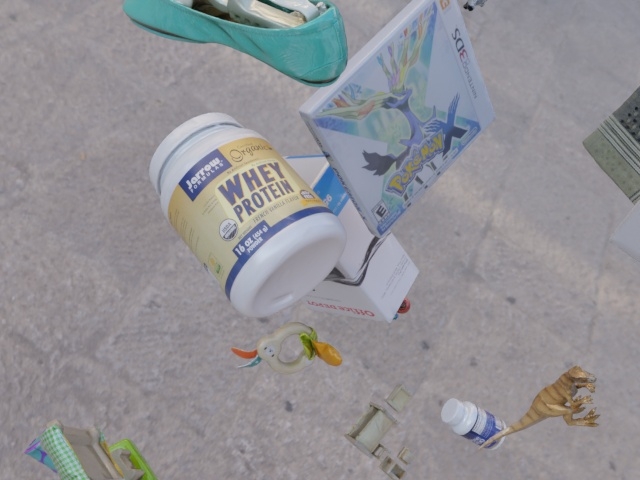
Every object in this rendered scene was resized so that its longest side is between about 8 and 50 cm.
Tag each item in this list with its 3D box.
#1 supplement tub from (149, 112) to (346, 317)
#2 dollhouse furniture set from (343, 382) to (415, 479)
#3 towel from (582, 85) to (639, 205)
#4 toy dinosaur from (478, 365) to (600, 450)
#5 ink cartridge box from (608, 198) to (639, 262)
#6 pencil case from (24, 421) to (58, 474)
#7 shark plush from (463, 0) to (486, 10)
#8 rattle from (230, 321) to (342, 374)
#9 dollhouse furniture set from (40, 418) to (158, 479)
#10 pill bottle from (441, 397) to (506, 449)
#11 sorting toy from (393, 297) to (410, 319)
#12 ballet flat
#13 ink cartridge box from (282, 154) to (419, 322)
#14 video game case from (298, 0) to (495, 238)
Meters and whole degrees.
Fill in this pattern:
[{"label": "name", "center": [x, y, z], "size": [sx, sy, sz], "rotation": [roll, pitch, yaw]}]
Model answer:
[{"label": "supplement tub", "center": [-0.132, -0.049, 1.155], "size": [0.228, 0.228, 0.316], "rotation": [-22, 61, -39]}, {"label": "dollhouse furniture set", "center": [0.182, 0.474, 1.661], "size": [0.161, 0.101, 0.182], "rotation": [44, 76, -9]}, {"label": "towel", "center": [0.681, -0.173, 1.190], "size": [0.056, 0.312, 0.324], "rotation": [-6, 55, -44]}, {"label": "toy dinosaur", "center": [0.329, 0.239, 0.960], "size": [0.112, 0.211, 0.064], "rotation": [21, 38, -13]}, {"label": "ink cartridge box", "center": [0.502, -0.109, 0.769], "size": [0.129, 0.223, 0.307], "rotation": [39, 75, 18]}, {"label": "pencil case", "center": [-0.445, 0.394, 1.186], "size": [0.151, 0.070, 0.064], "rotation": [46, 48, -18]}, {"label": "shark plush", "center": [0.282, -0.463, 1.199], "size": [0.073, 0.067, 0.161], "rotation": [36, 55, 10]}, {"label": "rattle", "center": [-0.078, 0.263, 1.467], "size": [0.200, 0.130, 0.143], "rotation": [0, 33, -32]}, {"label": "dollhouse furniture set", "center": [-0.292, 0.358, 0.833], "size": [0.151, 0.301, 0.197], "rotation": [-37, 74, -12]}, {"label": "pill bottle", "center": [0.296, 0.355, 1.298], "size": [0.120, 0.067, 0.067], "rotation": [31, 45, -18]}, {"label": "sorting toy", "center": [0.208, 0.194, 1.898], "size": [0.042, 0.102, 0.061], "rotation": [-1, 79, -74]}, {"label": "ballet flat", "center": [-0.082, -0.222, 0.621], "size": [0.247, 0.087, 0.083], "rotation": [24, 49, 19]}, {"label": "ink cartridge box", "center": [0.000, 0.000, 1.525], "size": [0.395, 0.285, 0.166], "rotation": [50, 60, -33]}, {"label": "video game case", "center": [0.147, -0.211, 1.115], "size": [0.329, 0.300, 0.036], "rotation": [-46, 43, -12]}]
